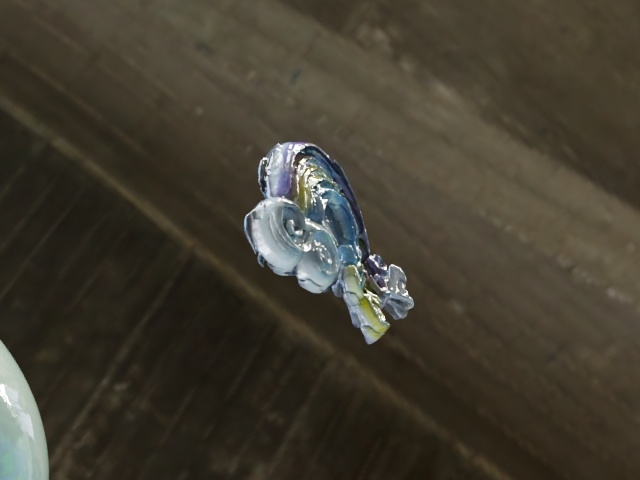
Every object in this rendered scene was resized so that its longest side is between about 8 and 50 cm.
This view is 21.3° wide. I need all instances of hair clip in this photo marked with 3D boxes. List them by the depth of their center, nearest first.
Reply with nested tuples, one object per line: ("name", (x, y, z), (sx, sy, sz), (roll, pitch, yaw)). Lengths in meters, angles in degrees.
("hair clip", (0.000, 0.000, 1.039), (0.172, 0.049, 0.116), (48, -159, -47))

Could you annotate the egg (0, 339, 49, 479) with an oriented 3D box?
("egg", (-0.254, 0.112, 0.969), (0.183, 0.183, 0.264), (4, -147, -32))
